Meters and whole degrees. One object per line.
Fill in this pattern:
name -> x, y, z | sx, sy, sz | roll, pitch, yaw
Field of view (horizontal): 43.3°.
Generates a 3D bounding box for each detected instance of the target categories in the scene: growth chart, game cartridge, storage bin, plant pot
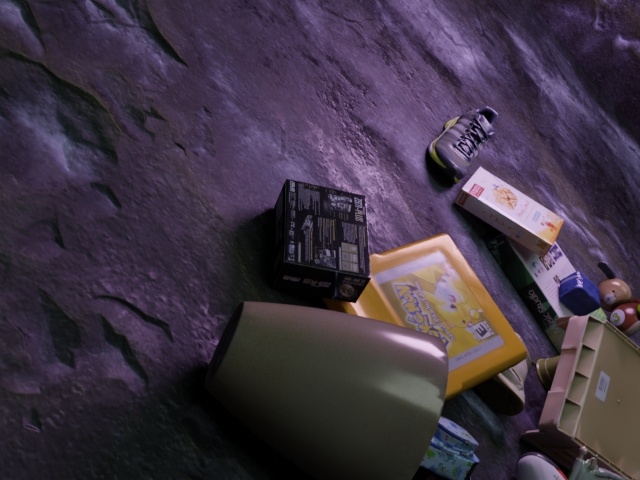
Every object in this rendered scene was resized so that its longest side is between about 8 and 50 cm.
growth chart -> 0.527, 0.504, 1.510 | 0.237, 0.172, 0.021 | 31, 0, -23
game cartridge -> 0.182, 0.138, 1.418 | 0.323, 0.053, 0.285 | -15, 65, -41
storage bin -> 0.547, 0.321, 1.609 | 0.260, 0.123, 0.262 | 36, 64, -22
plant pot -> 0.520, 0.277, 1.729 | 0.083, 0.079, 0.083 | 28, 44, -30
plant pot -> -0.008, 0.194, 1.102 | 0.274, 0.256, 0.256 | 26, 42, -10

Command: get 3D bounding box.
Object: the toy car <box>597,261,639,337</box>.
toy car -> 0.736, 0.149, 2.025 | 0.188, 0.155, 0.149 | 51, 35, 13

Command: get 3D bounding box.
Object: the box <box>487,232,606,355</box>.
box -> 0.543, 0.100, 1.922 | 0.322, 0.058, 0.232 | 56, 36, 6

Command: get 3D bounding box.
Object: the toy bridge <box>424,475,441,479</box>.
toy bridge -> 0.193, 0.434, 1.215 | 0.026, 0.063, 0.188 | 23, 31, -23

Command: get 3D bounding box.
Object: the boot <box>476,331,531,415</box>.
boot -> 0.331, 0.216, 1.575 | 0.213, 0.077, 0.165 | 49, 34, -7

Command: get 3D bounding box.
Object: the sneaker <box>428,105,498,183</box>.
sneaker -> 0.346, -0.241, 1.924 | 0.111, 0.121, 0.300 | 44, 37, -12

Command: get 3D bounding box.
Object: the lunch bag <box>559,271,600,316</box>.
lunch bag -> 0.600, 0.123, 1.859 | 0.098, 0.067, 0.065 | 40, 39, -20

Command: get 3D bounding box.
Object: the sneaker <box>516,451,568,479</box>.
sneaker -> 0.394, 0.504, 1.388 | 0.145, 0.090, 0.270 | 5, 61, -54

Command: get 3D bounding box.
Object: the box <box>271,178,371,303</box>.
box -> 0.000, 0.000, 1.340 | 0.147, 0.077, 0.180 | 10, 50, -15

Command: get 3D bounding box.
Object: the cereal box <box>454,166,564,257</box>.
cereal box -> 0.443, -0.070, 1.884 | 0.240, 0.047, 0.173 | 34, 33, 9

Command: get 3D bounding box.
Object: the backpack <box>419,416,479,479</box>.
backpack -> 0.188, 0.327, 1.292 | 0.114, 0.084, 0.105 | 23, 4, -12
